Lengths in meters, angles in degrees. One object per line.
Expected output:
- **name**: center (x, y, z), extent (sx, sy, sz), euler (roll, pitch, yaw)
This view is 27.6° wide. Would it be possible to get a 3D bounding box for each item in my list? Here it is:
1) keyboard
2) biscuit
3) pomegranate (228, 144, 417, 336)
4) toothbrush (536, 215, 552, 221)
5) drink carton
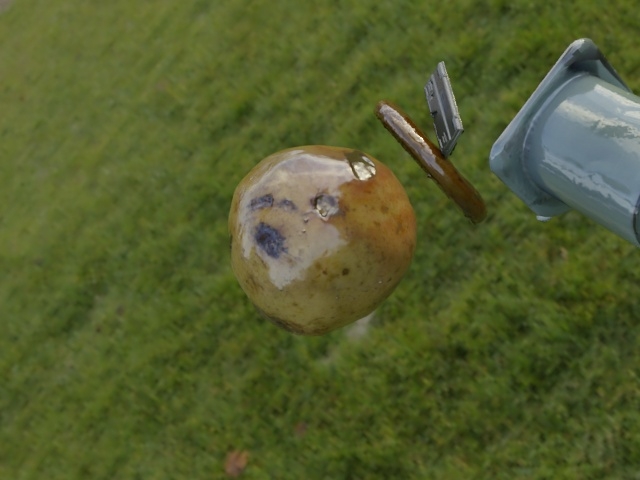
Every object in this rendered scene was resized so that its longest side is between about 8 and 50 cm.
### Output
- **keyboard**: center (0.153, -0.162, 1.609), extent (0.129, 0.015, 0.049), euler (-100, 31, -43)
- **biscuit**: center (0.142, -0.103, 1.673), extent (0.036, 0.212, 0.212), euler (-42, 30, 3)
- **pomegranate**: center (0.000, 0.000, 1.880), extent (0.281, 0.281, 0.281), euler (-33, 34, 26)
- **toothbrush**: center (0.337, -0.056, 1.581), extent (0.204, 0.022, 0.017), euler (-27, 13, 50)
- **drink carton**: center (0.336, -0.088, 1.438), extent (0.189, 0.191, 0.185), euler (31, 84, 45)
